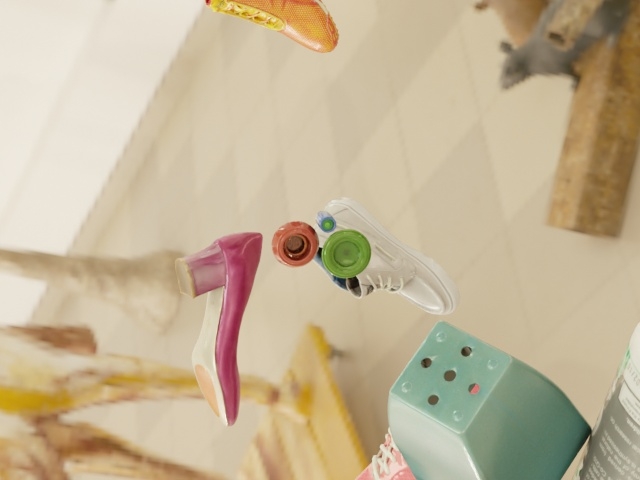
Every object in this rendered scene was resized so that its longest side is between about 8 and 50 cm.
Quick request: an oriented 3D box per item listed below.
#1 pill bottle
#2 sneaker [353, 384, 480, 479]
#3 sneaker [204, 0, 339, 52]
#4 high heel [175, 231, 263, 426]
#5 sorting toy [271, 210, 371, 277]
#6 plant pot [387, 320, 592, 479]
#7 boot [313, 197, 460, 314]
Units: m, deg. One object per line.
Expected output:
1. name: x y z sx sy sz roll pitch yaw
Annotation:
1. pill bottle: 0.411 0.276 1.655 0.204 0.204 0.361 -115 33 -52
2. sneaker: 0.129 0.268 1.887 0.314 0.136 0.116 -38 28 13
3. sneaker: -0.063 -0.209 1.197 0.067 0.175 0.064 -61 11 -24
4. high heel: -0.105 0.111 1.754 0.082 0.117 0.244 17 123 59
5. sorting toy: 0.000 0.000 1.423 0.042 0.102 0.061 -122 43 -72
6. plant pot: 0.182 0.202 1.618 0.165 0.234 0.165 27 73 33
7. boot: 0.089 0.055 2.148 0.123 0.258 0.095 -55 4 -40
